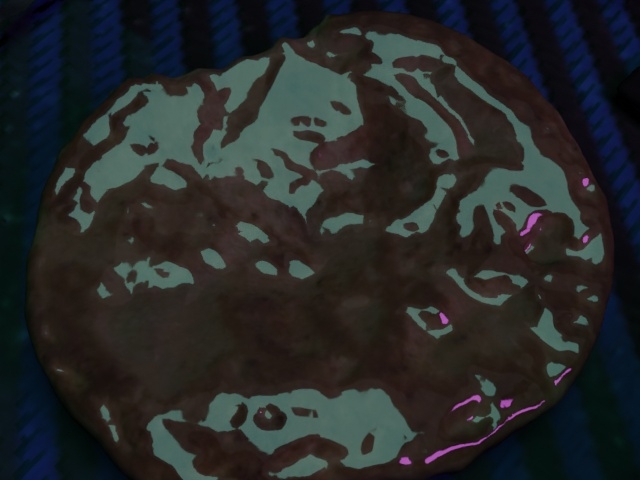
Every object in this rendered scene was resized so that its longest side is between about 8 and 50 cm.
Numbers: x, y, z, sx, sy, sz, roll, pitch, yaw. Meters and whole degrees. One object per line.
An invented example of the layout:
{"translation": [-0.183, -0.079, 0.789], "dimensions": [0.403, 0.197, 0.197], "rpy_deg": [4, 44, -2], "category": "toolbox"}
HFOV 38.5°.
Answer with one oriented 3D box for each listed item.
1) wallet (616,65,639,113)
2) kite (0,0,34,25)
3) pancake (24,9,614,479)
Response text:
{"translation": [0.337, -0.037, 0.423], "dimensions": [0.247, 0.041, 0.323], "rpy_deg": [-34, 63, -22], "category": "wallet"}
{"translation": [-0.174, -0.174, 0.483], "dimensions": [0.204, 0.022, 0.360], "rpy_deg": [32, 58, 15], "category": "kite"}
{"translation": [0.000, 0.001, 0.376], "dimensions": [0.236, 0.042, 0.222], "rpy_deg": [-40, 74, -21], "category": "pancake"}
